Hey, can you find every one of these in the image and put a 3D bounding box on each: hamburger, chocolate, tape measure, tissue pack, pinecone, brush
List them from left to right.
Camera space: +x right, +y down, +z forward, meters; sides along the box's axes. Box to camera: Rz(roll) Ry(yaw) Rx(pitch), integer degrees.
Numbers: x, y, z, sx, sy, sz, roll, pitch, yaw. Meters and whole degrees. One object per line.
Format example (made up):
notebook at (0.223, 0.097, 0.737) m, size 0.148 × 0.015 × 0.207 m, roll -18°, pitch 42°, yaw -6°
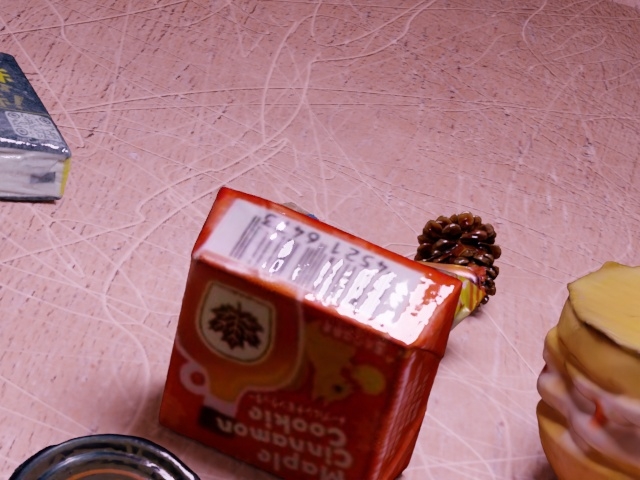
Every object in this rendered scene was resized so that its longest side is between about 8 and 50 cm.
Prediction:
tissue pack at (-0.401, -0.138, 2.053) m, size 0.185 × 0.081 × 0.257 m, roll 4°, pitch 27°, yaw -28°
tape measure at (-0.157, 0.236, 1.354) m, size 0.182 × 0.107 × 0.181 m, roll 17°, pitch 51°, yaw 5°
chocolate at (-0.018, 0.104, 1.624) m, size 0.237 × 0.235 × 0.108 m, roll 22°, pitch 37°, yaw 9°
brush at (0.000, 0.000, 2.098) m, size 0.051 × 0.014 × 0.164 m, roll -8°, pitch 35°, yaw -40°
pinecone at (0.160, 0.026, 2.048) m, size 0.102 × 0.102 × 0.109 m, roll -2°, pitch 49°, yaw -35°
hamburger at (0.327, 0.167, 1.699) m, size 0.276 × 0.237 × 0.276 m, roll 7°, pitch 20°, yaw -3°

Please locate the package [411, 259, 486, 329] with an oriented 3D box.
package at (0.036, 0.083, 1.831) m, size 0.223 × 0.108 × 0.288 m, roll 13°, pitch 28°, yaw 18°
